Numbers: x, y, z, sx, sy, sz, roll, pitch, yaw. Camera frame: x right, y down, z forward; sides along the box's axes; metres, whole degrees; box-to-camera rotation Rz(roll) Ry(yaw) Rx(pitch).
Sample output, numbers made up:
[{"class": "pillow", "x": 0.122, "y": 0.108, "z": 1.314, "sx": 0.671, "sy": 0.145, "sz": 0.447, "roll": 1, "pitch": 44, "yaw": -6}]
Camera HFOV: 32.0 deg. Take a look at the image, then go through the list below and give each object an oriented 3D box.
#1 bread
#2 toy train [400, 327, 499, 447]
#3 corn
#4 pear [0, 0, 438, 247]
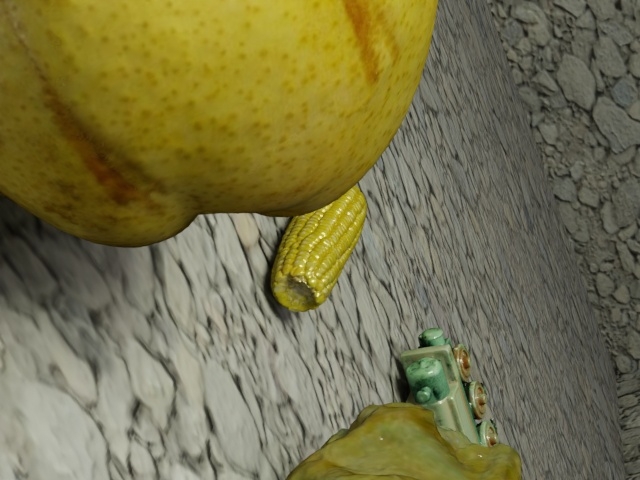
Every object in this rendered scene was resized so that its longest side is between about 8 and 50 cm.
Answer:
[{"class": "bread", "x": 0.054, "y": 0.254, "z": 0.801, "sx": 0.252, "sy": 0.196, "sz": 0.238, "roll": -23, "pitch": 101, "yaw": -68}, {"class": "toy train", "x": 0.143, "y": 0.200, "z": 1.261, "sx": 0.125, "sy": 0.081, "sz": 0.194, "roll": -51, "pitch": 125, "yaw": -62}, {"class": "corn", "x": 0.000, "y": 0.000, "z": 1.026, "sx": 0.206, "sy": 0.067, "sz": 0.067, "roll": -66, "pitch": 137, "yaw": -60}, {"class": "pear", "x": -0.086, "y": -0.152, "z": 0.582, "sx": 0.314, "sy": 0.314, "sz": 0.314, "roll": -15, "pitch": 90, "yaw": -71}]
